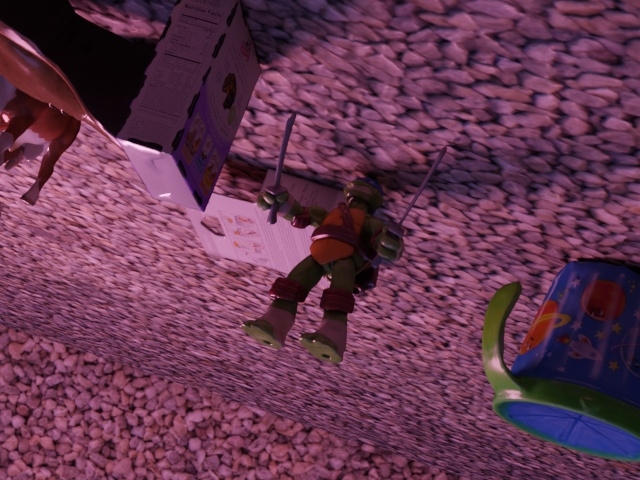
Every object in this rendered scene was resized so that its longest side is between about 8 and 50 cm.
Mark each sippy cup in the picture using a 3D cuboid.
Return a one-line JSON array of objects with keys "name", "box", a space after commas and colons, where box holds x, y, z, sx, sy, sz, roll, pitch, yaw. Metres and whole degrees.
[{"name": "sippy cup", "box": [0.375, 0.157, 1.808, 0.240, 0.224, 0.305, 10, 160, 32]}]

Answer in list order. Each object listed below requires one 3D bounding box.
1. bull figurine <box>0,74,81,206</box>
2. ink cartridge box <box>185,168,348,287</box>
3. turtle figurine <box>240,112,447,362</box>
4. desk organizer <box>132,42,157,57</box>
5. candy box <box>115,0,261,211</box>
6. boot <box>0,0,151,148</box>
[{"name": "bull figurine", "box": [-0.398, -0.171, 1.760, 0.101, 0.188, 0.310, 27, 170, 15]}, {"name": "ink cartridge box", "box": [-0.066, -0.023, 2.013, 0.261, 0.066, 0.296, 17, 162, 11]}, {"name": "turtle figurine", "box": [0.000, 0.000, 1.690, 0.198, 0.266, 0.275, 23, 159, -3]}, {"name": "desk organizer", "box": [-0.231, -0.214, 1.656, 0.130, 0.047, 0.050, 8, 161, 33]}, {"name": "candy box", "box": [-0.141, -0.155, 1.481, 0.070, 0.196, 0.165, 16, 162, 13]}, {"name": "boot", "box": [-0.284, -0.189, 1.590, 0.305, 0.112, 0.115, 41, 145, -3]}]
